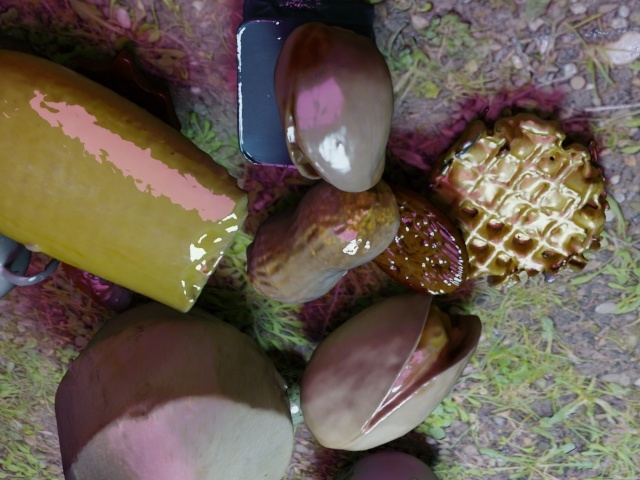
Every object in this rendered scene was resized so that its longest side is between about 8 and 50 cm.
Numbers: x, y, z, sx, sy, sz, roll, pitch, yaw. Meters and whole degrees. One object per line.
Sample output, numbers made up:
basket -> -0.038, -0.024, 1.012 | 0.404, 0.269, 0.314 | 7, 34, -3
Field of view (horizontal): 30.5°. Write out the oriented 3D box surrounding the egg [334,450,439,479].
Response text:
egg -> 0.094, 0.455, 1.906 | 0.196, 0.196, 0.271 | 20, 127, -6

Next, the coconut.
coconut -> -0.208, 0.272, 1.702 | 0.352, 0.352, 0.352 | 6, 133, 7

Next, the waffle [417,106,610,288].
waffle -> 0.235, -0.042, 1.511 | 0.262, 0.060, 0.280 | -8, 130, 18

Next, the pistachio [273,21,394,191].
pistachio -> 0.015, -0.151, 1.331 | 0.144, 0.144, 0.215 | -1, 128, 13

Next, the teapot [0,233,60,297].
teapot -> -0.513, 0.013, 1.676 | 0.294, 0.129, 0.193 | 6, 134, 7

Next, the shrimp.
shrimp -> -0.292, 0.028, 1.707 | 0.166, 0.049, 0.161 | -32, 117, 25

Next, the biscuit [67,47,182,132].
biscuit -> -0.266, -0.164, 1.524 | 0.182, 0.034, 0.215 | 20, 134, -4

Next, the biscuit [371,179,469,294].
biscuit -> 0.112, 0.000, 1.544 | 0.188, 0.027, 0.188 | 29, 146, 22

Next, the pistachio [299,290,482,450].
pistachio -> 0.091, 0.190, 1.671 | 0.187, 0.187, 0.299 | 33, 126, -17

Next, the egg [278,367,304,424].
egg -> -0.050, 0.244, 1.820 | 0.085, 0.085, 0.110 | 27, 142, -12

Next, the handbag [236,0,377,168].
handbag -> -0.013, -0.186, 1.431 | 0.179, 0.062, 0.229 | 8, 134, 4

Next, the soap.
soap -> -0.313, -0.081, 1.511 | 0.427, 0.115, 0.306 | 28, 137, -11

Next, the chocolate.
chocolate -> 0.000, 0.000, 1.524 | 0.134, 0.134, 0.309 | 32, 147, -17
